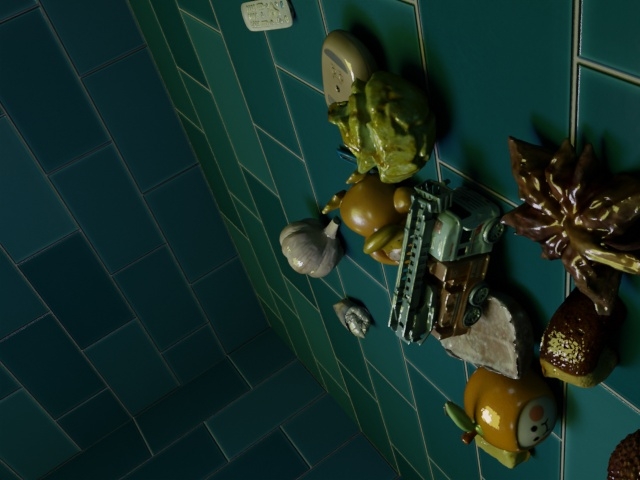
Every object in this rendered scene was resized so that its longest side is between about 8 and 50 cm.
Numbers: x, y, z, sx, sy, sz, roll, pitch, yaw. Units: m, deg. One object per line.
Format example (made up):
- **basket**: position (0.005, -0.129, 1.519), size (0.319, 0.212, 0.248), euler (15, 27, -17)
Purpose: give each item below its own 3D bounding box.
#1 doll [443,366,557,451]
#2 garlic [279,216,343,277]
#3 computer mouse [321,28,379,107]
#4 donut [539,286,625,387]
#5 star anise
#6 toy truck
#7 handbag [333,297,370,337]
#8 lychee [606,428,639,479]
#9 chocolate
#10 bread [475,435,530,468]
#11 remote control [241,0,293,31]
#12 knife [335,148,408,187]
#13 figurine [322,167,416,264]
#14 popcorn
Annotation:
- **doll**: position (0.391, 0.377, 1.468), size (0.213, 0.236, 0.213), euler (57, 167, 21)
- **garlic**: position (0.000, 0.000, 2.104), size (0.212, 0.219, 0.218), euler (-44, 75, 32)
- **computer mouse**: position (0.066, -0.331, 1.379), size (0.145, 0.082, 0.236), euler (48, 163, 29)
- **donut**: position (0.454, 0.183, 1.143), size (0.085, 0.141, 0.217), euler (32, 155, 41)
- **star anise**: position (0.387, -0.025, 0.976), size (0.349, 0.109, 0.292), euler (49, 167, 24)
- **toy truck**: position (0.235, 0.040, 1.299), size (0.133, 0.185, 0.338), euler (41, 135, 45)
- **handbag**: position (0.118, 0.272, 2.343), size (0.117, 0.095, 0.173), euler (55, 173, -13)
- **lychee**: position (0.578, 0.416, 1.120), size (0.194, 0.195, 0.194), euler (51, 162, 23)
- **chocolate**: position (0.354, 0.178, 1.455), size (0.303, 0.101, 0.185), euler (9, 118, 63)
- **bread**: position (0.477, 0.516, 1.752), size (0.156, 0.086, 0.125), euler (33, 141, 48)
- **remote control**: position (-0.128, -0.551, 1.614), size (0.229, 0.044, 0.073), euler (18, 129, 53)
- **knife**: position (0.116, -0.178, 1.618), size (0.297, 0.026, 0.044), euler (33, 162, 54)
- **figurine**: position (0.144, -0.054, 1.509), size (0.228, 0.215, 0.215), euler (59, 166, 25)
- **popcorn**: position (0.127, -0.212, 1.263), size (0.204, 0.184, 0.221), euler (62, -178, 33)
